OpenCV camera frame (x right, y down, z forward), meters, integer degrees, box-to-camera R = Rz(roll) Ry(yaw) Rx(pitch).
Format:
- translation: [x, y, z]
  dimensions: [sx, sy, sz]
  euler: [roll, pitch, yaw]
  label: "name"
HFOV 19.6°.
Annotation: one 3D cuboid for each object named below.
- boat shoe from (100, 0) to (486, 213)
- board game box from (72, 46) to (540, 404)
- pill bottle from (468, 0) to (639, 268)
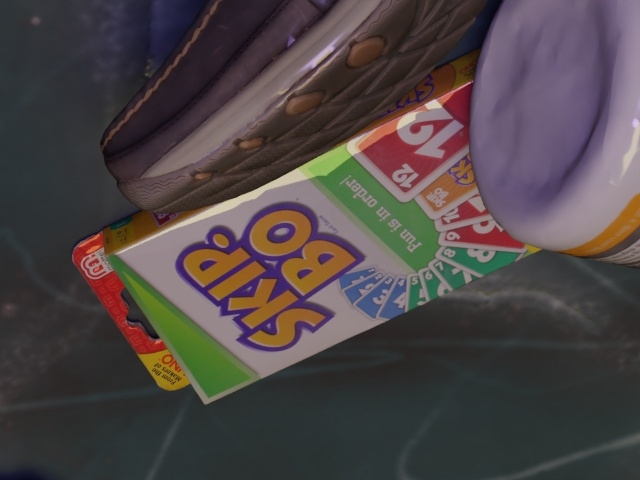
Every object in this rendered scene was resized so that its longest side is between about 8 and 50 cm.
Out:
- translation: [0.024, -0.158, 0.887]
  dimensions: [0.355, 0.130, 0.132]
  euler: [-42, 166, 7]
  label: "boat shoe"
- translation: [0.000, 0.000, 1.045]
  dimensions: [0.259, 0.039, 0.124]
  euler: [-24, 124, 9]
  label: "board game box"
- translation: [0.230, -0.054, 0.963]
  dimensions: [0.278, 0.162, 0.162]
  euler: [10, 122, -26]
  label: "pill bottle"
